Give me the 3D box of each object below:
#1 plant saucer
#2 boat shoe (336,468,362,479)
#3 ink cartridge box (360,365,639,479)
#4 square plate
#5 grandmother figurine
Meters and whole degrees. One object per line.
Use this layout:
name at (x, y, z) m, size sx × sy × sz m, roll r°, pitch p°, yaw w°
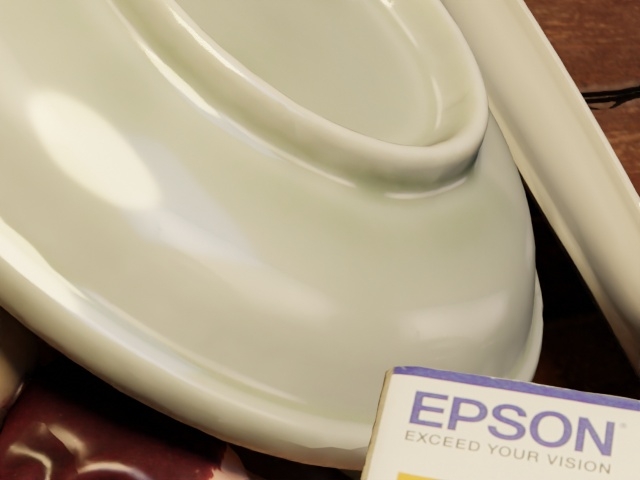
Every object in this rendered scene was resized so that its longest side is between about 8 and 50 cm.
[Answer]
plant saucer at (-0.034, -0.082, 0.822) m, size 0.400 × 0.100 × 0.400 m, roll 28°, pitch 33°, yaw -20°
boat shoe at (0.000, 0.000, 0.970) m, size 0.341 × 0.110 × 0.121 m, roll 50°, pitch 40°, yaw 8°
ink cartridge box at (0.142, 0.191, 0.441) m, size 0.324 × 0.071 × 0.330 m, roll 9°, pitch 41°, yaw 9°
square plate at (0.140, -0.049, 1.066) m, size 0.347 × 0.049 × 0.344 m, roll 62°, pitch 7°, yaw 21°
grandmother figurine at (-0.063, 0.116, 0.725) m, size 0.342 × 0.104 × 0.208 m, roll 37°, pitch 22°, yaw -2°
